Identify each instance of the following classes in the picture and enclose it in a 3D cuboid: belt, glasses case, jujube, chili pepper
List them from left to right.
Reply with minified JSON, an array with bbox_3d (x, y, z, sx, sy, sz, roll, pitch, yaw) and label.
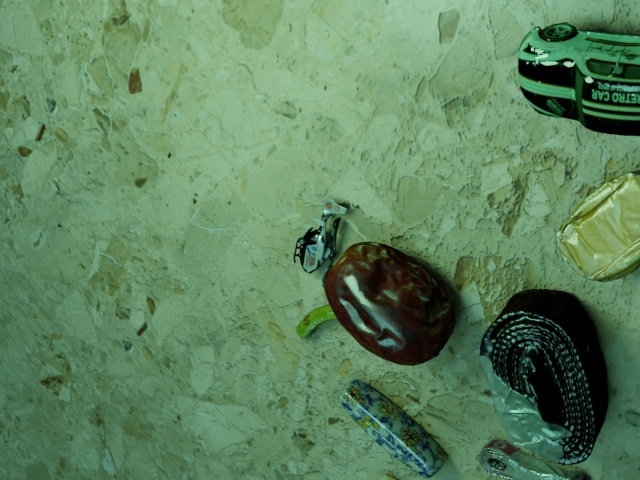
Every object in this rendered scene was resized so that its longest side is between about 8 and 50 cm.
[{"bbox_3d":[0.016,0.153,1.917,0.208,0.043,0.049,-26,82,41],"label":"chili pepper"},{"bbox_3d":[0.126,0.119,1.723,0.243,0.183,0.183,36,129,16],"label":"jujube"},{"bbox_3d":[0.141,0.373,1.896,0.248,0.087,0.065,42,117,15],"label":"glasses case"},{"bbox_3d":[0.401,0.429,1.749,0.232,0.053,0.071,19,121,30],"label":"belt"},{"bbox_3d":[0.378,0.234,1.599,0.184,0.164,0.289,-13,103,31],"label":"belt"}]

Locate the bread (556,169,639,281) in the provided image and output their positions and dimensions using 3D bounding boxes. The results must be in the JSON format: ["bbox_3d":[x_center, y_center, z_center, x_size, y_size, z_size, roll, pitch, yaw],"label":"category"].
[{"bbox_3d":[0.461,-0.023,1.450,0.190,0.114,0.132,-43,73,33],"label":"bread"}]

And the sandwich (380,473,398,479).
[{"bbox_3d":[0.189,0.617,1.965,0.186,0.108,0.220,11,115,33],"label":"sandwich"}]

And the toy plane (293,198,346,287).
[{"bbox_3d":[-0.001,-0.001,1.852,0.078,0.053,0.197,25,126,16],"label":"toy plane"}]

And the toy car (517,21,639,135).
[{"bbox_3d":[0.413,-0.219,1.358,0.305,0.125,0.136,12,136,31],"label":"toy car"}]
